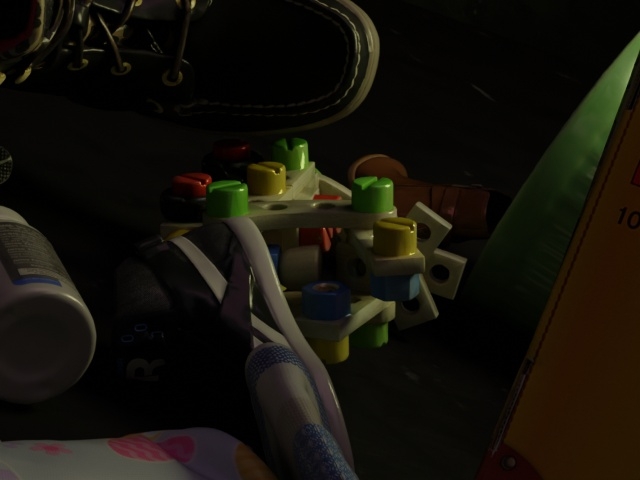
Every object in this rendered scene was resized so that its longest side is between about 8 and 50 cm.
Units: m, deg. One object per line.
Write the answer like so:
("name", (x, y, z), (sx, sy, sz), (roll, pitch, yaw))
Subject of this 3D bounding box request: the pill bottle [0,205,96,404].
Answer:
("pill bottle", (-0.190, 0.034, 1.171), (0.078, 0.078, 0.137), (15, 18, -28))

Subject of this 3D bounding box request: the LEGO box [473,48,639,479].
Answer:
("LEGO box", (0.371, 0.097, 1.080), (0.500, 0.372, 0.193), (21, -9, 13))

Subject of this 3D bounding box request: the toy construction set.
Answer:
("toy construction set", (0.000, 0.000, 1.427), (0.215, 0.151, 0.327), (2, 3, 14))

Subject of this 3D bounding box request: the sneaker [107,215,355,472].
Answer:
("sneaker", (-0.067, 0.089, 1.212), (0.121, 0.079, 0.217), (-15, 54, -15))

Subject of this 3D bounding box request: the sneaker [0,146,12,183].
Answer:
("sneaker", (-0.285, -0.057, 1.423), (0.109, 0.040, 0.043), (10, -7, -29))

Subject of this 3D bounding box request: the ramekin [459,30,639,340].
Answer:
("ramekin", (0.265, -0.027, 1.655), (0.148, 0.303, 0.303), (35, 17, 9))

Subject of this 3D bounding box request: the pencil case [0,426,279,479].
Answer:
("pencil case", (-0.127, 0.138, 0.771), (0.124, 0.113, 0.273), (16, 8, 41))

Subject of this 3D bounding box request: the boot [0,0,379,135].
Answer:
("boot", (-0.165, -0.156, 1.386), (0.377, 0.138, 0.284), (16, 8, 12))

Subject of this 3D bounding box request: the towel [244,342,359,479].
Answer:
("towel", (0.038, 0.189, 0.823), (0.034, 0.209, 0.285), (-20, 32, -10))

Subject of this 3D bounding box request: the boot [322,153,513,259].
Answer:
("boot", (0.095, -0.030, 1.698), (0.152, 0.073, 0.197), (-6, 21, 19))

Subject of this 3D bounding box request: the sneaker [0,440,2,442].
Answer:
("sneaker", (-0.196, 0.072, 0.852), (0.123, 0.106, 0.290), (38, -7, 12))
